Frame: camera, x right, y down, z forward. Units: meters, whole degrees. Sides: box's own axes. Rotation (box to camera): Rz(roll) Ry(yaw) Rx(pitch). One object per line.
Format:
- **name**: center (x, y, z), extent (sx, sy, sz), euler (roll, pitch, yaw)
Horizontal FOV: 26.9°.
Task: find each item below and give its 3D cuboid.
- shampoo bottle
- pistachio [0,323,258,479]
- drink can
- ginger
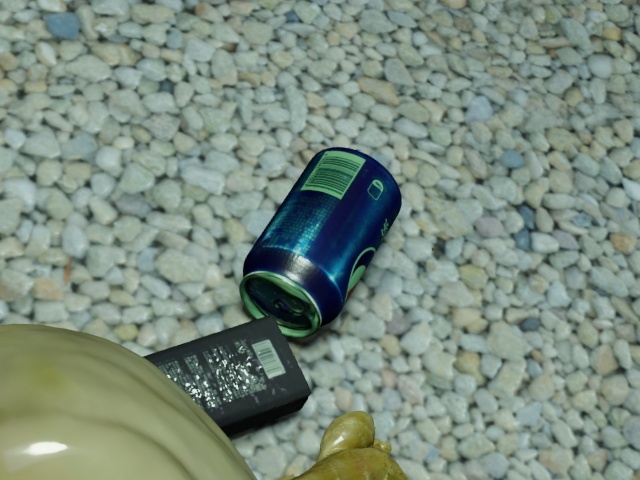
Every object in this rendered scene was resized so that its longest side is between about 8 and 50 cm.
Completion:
- **shampoo bottle**: center (-0.167, 0.164, 1.293), extent (0.309, 0.071, 0.098), euler (-16, 66, -27)
- **pistachio**: center (-0.190, 0.274, 1.074), extent (0.365, 0.281, 0.445), euler (-32, 89, -40)
- **drink can**: center (0.000, 0.000, 1.429), extent (0.118, 0.118, 0.205), euler (31, 55, 3)
- **ginger**: center (0.015, 0.251, 1.294), extent (0.115, 0.081, 0.205), euler (52, 50, 1)
